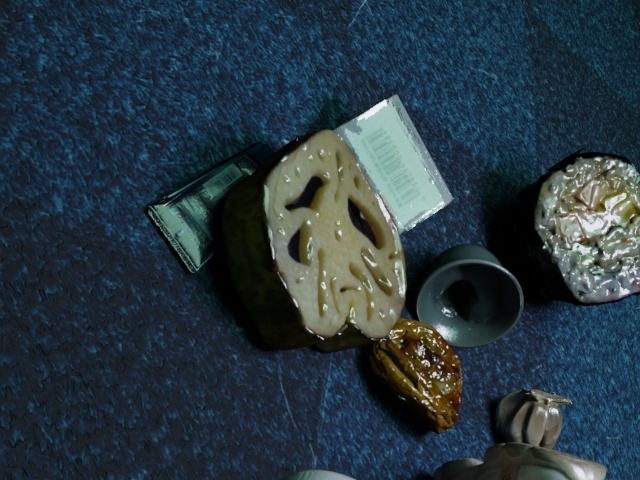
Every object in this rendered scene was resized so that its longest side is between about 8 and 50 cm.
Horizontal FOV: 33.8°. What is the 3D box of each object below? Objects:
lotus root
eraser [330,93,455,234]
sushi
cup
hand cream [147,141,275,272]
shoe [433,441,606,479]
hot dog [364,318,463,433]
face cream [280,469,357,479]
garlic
[{"bbox_3d":[0.000,0.000,1.692,0.390,0.111,0.375,25,62,-46],"label":"lotus root"},{"bbox_3d":[0.124,-0.132,1.938,0.174,0.081,0.227,-32,96,-19],"label":"eraser"},{"bbox_3d":[0.560,-0.008,2.295,0.328,0.285,0.328,-33,91,-14],"label":"sushi"},{"bbox_3d":[0.274,0.080,1.987,0.199,0.199,0.150,46,23,-23],"label":"cup"},{"bbox_3d":[-0.152,-0.063,1.643,0.120,0.061,0.270,56,43,-9],"label":"hand cream"},{"bbox_3d":[0.316,0.446,1.682,0.171,0.351,0.198,17,63,-21],"label":"shoe"},{"bbox_3d":[0.174,0.237,1.826,0.227,0.099,0.160,46,42,-27],"label":"hot dog"},{"bbox_3d":[0.007,0.415,1.438,0.206,0.206,0.111,54,36,-14],"label":"face cream"},{"bbox_3d":[0.403,0.374,2.021,0.131,0.127,0.194,4,93,-29],"label":"garlic"}]
